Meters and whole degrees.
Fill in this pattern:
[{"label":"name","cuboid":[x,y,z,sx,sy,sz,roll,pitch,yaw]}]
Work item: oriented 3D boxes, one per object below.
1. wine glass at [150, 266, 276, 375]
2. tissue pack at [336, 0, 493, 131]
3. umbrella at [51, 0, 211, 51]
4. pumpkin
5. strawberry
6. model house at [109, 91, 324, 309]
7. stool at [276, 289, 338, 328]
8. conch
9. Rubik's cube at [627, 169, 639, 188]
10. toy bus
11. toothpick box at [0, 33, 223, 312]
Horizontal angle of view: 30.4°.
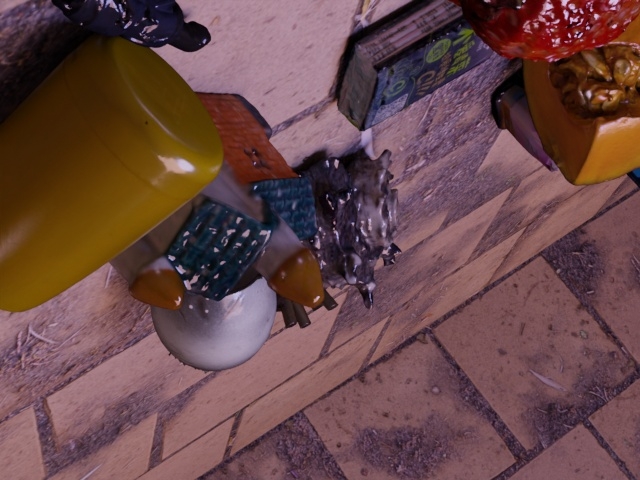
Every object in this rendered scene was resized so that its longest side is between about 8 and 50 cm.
[{"label":"wine glass","cuboid":[-0.150,0.056,1.633,0.190,0.190,0.357,-33,163,-14]},{"label":"tissue pack","cuboid":[0.139,-0.253,1.569,0.235,0.073,0.173,-33,165,-16]},{"label":"umbrella","cuboid":[-0.161,-0.201,1.068,0.071,0.071,0.248,-40,163,10]},{"label":"pumpkin","cuboid":[0.464,-0.255,1.876,0.225,0.303,0.256,-16,177,-11]},{"label":"strawberry","cuboid":[0.258,-0.316,1.294,0.288,0.250,0.238,10,134,-31]},{"label":"model house","cuboid":[-0.123,-0.010,1.310,0.190,0.301,0.271,-52,160,24]},{"label":"stool","cuboid":[-0.016,0.071,2.104,0.217,0.121,0.125,-29,162,-11]},{"label":"conch","cuboid":[0.043,-0.038,1.828,0.313,0.186,0.241,20,96,-51]},{"label":"Rubik's cube","cuboid":[0.731,-0.267,2.517,0.248,0.250,0.246,-47,162,25]},{"label":"toy bus","cuboid":[0.503,-0.294,2.097,0.386,0.162,0.171,-37,164,-2]},{"label":"toothpick box","cuboid":[-0.241,-0.054,1.127,0.271,0.175,0.175,-38,165,18]}]
